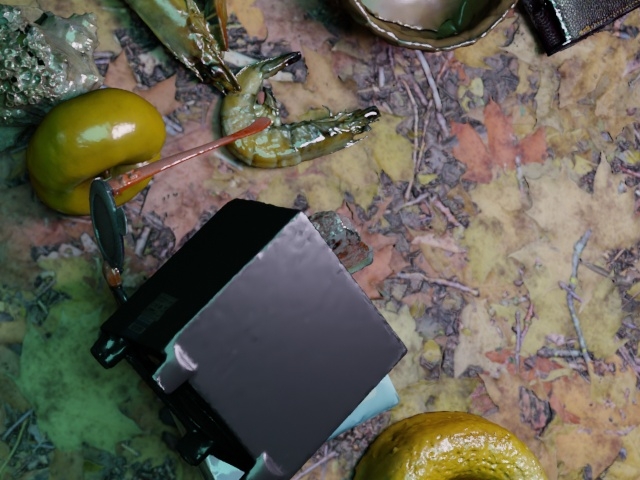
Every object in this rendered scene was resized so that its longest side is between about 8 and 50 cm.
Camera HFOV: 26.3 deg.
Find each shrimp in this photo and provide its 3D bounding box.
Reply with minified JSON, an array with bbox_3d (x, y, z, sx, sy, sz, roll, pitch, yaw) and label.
[{"bbox_3d":[-0.173,-0.305,1.763,0.145,0.061,0.267,-34,92,-31],"label":"shrimp"},{"bbox_3d":[-0.030,-0.175,1.803,0.217,0.051,0.150,-13,79,-18],"label":"shrimp"}]

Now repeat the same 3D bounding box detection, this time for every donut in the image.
[{"bbox_3d":[0.181,0.349,1.768,0.277,0.108,0.278,3,81,-20],"label":"donut"}]

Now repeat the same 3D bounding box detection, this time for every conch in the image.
[{"bbox_3d":[-0.372,-0.202,1.646,0.245,0.163,0.178,-46,63,-6],"label":"conch"}]

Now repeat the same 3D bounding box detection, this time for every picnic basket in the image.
[{"bbox_3d":[0.170,-0.402,1.737,0.292,0.337,0.337,15,77,-18],"label":"picnic basket"}]

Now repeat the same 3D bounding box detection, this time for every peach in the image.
[{"bbox_3d":[-0.266,-0.106,1.637,0.179,0.179,0.103,-24,66,-22],"label":"peach"}]

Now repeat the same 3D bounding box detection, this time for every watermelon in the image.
[{"bbox_3d":[0.000,0.000,1.746,0.187,0.139,0.071,-13,65,-37],"label":"watermelon"}]

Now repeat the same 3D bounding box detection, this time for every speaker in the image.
[{"bbox_3d":[-0.082,0.122,1.554,0.254,0.184,0.232,-46,115,-19],"label":"speaker"}]

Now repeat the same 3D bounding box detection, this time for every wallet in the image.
[{"bbox_3d":[0.378,-0.413,1.987,0.262,0.071,0.221,-30,93,-29],"label":"wallet"}]

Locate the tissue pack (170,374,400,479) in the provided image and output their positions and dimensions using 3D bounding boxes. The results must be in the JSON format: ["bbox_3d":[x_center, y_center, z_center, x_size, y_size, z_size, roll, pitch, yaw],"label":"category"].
[{"bbox_3d":[-0.055,0.185,1.717,0.263,0.089,0.177,-25,90,-20],"label":"tissue pack"}]

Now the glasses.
[{"bbox_3d":[-0.143,-0.015,1.649,0.268,0.118,0.234,-27,133,-21],"label":"glasses"}]
